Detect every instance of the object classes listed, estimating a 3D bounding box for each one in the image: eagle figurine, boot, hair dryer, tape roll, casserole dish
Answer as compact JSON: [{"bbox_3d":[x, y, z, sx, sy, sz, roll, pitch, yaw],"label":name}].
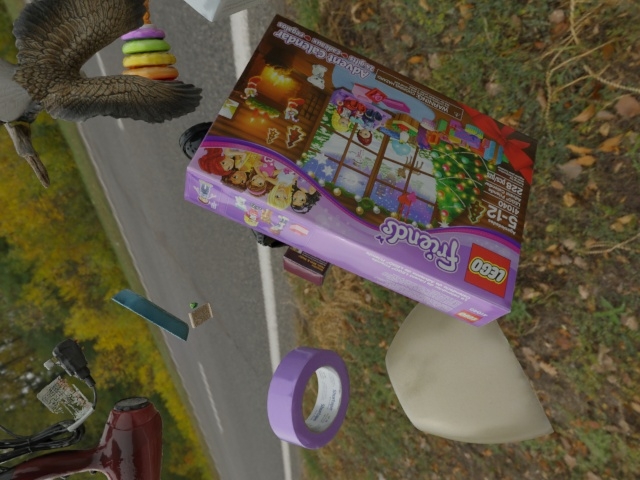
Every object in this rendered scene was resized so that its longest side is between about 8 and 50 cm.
[{"bbox_3d":[-0.369,-0.260,0.833,0.225,0.299,0.226,64,-179,37],"label":"eagle figurine"},{"bbox_3d":[-0.138,-0.096,1.017,0.207,0.094,0.246,58,-167,28],"label":"boot"},{"bbox_3d":[-0.329,0.298,0.750,0.293,0.223,0.080,48,171,-10],"label":"hair dryer"},{"bbox_3d":[-0.028,0.446,1.545,0.090,0.275,0.274,-1,118,38],"label":"tape roll"},{"bbox_3d":[-0.348,0.153,1.128,0.114,0.037,0.188,13,156,47],"label":"casserole dish"}]

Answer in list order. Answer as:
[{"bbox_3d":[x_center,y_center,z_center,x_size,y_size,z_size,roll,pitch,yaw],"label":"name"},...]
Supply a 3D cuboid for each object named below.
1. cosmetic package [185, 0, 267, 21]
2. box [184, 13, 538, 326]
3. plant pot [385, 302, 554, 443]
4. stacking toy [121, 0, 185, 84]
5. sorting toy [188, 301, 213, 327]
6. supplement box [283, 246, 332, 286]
[{"bbox_3d":[-0.081,-0.587,0.997,0.097,0.377,0.284,38,132,1],"label":"cosmetic package"},{"bbox_3d":[0.051,-0.069,0.505,0.294,0.200,0.057,24,151,-6],"label":"box"},{"bbox_3d":[0.220,0.210,0.886,0.284,0.191,0.284,59,-169,-20],"label":"plant pot"},{"bbox_3d":[-0.428,-0.471,1.335,0.175,0.166,0.301,6,110,34],"label":"stacking toy"},{"bbox_3d":[-0.317,0.185,1.415,0.012,0.062,0.083,35,142,38],"label":"sorting toy"},{"bbox_3d":[0.000,0.000,1.276,0.104,0.188,0.080,26,157,8],"label":"supplement box"}]
